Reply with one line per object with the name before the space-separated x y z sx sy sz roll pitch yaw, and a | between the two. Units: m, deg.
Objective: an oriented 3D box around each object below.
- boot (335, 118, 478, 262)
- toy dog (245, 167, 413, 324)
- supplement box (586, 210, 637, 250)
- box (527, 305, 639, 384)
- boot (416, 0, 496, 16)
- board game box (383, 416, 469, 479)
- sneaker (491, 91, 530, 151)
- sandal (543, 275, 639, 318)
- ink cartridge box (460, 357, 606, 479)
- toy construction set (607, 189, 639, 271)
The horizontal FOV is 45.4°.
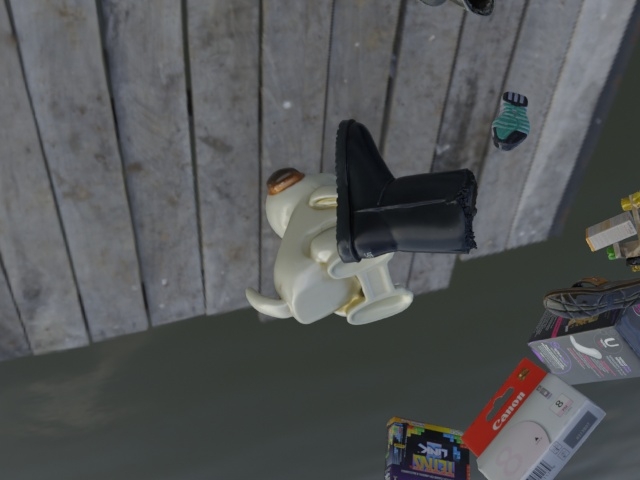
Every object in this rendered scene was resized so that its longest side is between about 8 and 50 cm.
boot | 0.130 -0.084 1.153 0.207 0.246 0.094 -7 153 16
toy dog | 0.000 0.000 1.856 0.396 0.407 0.284 -28 136 7
supplement box | 0.627 -0.020 1.652 0.098 0.062 0.036 -27 101 28
box | 0.670 0.236 1.856 0.165 0.143 0.270 48 146 -12
boot | 0.215 -0.417 1.254 0.190 0.208 0.076 22 103 -47
board game box | 0.217 0.446 1.553 0.170 0.141 0.048 14 143 -10
sneaker | 0.432 -0.249 1.761 0.083 0.223 0.098 20 133 8
sandal | 0.545 0.099 1.509 0.220 0.060 0.090 -13 136 3
ink cartridge box | 0.310 0.285 1.207 0.066 0.232 0.189 39 91 -24
toy construction set | 0.863 -0.058 2.005 0.237 0.309 0.257 -24 101 38
